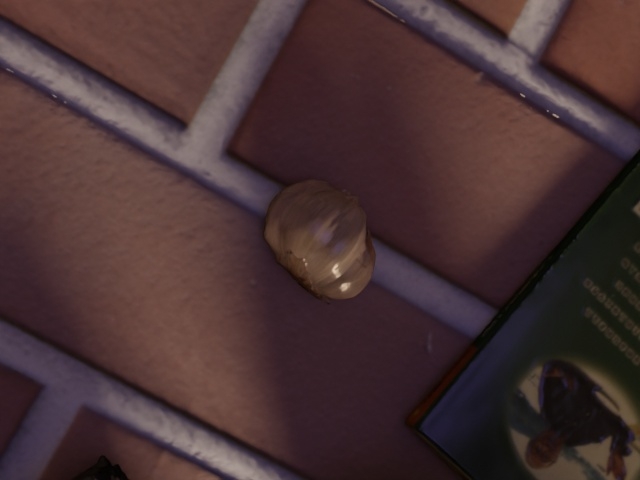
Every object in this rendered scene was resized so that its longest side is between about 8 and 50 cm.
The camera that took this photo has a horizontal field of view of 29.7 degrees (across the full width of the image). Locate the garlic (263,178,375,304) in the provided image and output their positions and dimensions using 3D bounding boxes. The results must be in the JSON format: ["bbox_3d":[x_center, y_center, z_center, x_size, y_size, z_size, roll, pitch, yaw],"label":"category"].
[{"bbox_3d":[0.002,-0.003,1.052,0.113,0.074,0.094,42,92,5],"label":"garlic"}]

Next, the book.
[{"bbox_3d":[0.291,0.119,1.141,0.260,0.043,0.371,44,80,-8],"label":"book"}]

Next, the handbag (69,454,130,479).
[{"bbox_3d":[-0.240,0.379,0.965,0.325,0.162,0.327,-22,88,-15],"label":"handbag"}]
